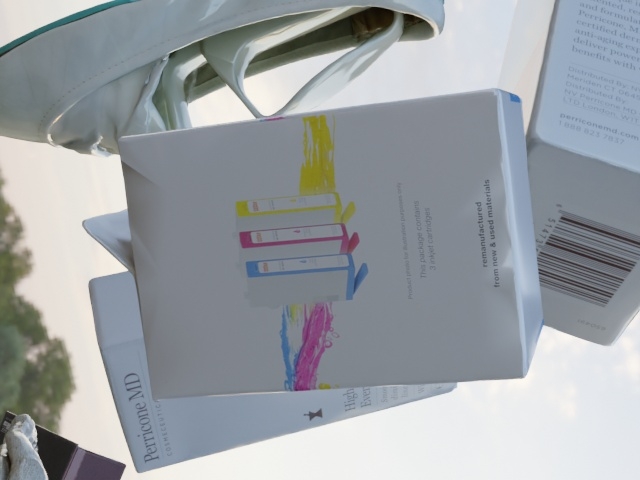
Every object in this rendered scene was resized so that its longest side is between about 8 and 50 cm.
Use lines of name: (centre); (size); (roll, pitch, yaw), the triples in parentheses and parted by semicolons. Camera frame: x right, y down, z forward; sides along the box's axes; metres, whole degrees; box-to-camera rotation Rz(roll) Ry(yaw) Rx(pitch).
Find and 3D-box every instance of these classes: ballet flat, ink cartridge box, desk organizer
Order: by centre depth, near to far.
ink cartridge box: (0.000, 0.000, 0.392); (0.092, 0.143, 0.090); (-24, 108, -74)
ballet flat: (-0.089, -0.133, 0.841); (0.139, 0.400, 0.139); (-22, 90, -82)
desk organizer: (-0.214, 0.178, 0.894); (0.130, 0.050, 0.047); (7, -109, 51)

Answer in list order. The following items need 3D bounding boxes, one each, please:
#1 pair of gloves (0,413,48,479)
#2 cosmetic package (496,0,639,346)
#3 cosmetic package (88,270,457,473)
pair of gloves: (-0.172, 0.237, 0.712); (0.204, 0.042, 0.240); (178, -97, -80)
cosmetic package: (0.263, -0.159, 1.042); (0.230, 0.161, 0.453); (107, 1, -52)
cosmetic package: (-0.029, 0.066, 0.755); (0.085, 0.231, 0.117); (-118, -164, -53)
